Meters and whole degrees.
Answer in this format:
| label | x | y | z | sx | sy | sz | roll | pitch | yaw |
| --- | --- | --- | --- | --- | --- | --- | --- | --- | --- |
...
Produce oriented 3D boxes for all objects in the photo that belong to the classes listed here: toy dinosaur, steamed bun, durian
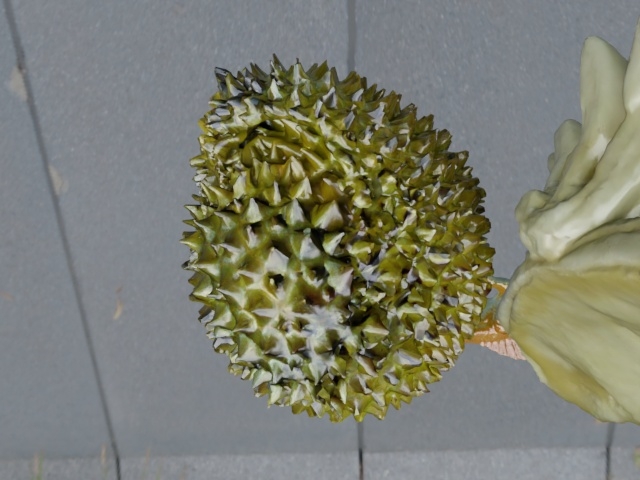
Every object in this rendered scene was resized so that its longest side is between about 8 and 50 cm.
| label | x | y | z | sx | sy | sz | roll | pitch | yaw |
| --- | --- | --- | --- | --- | --- | --- | --- | --- | --- |
| toy dinosaur | 0.217 | 0.090 | 1.032 | 0.142 | 0.057 | 0.212 | 40 | 95 | -2 |
| steamed bun | 0.239 | -0.003 | 0.634 | 0.247 | 0.428 | 0.189 | 37 | 77 | 6 |
| durian | 0.010 | 0.000 | 0.708 | 0.258 | 0.258 | 0.292 | -7 | 87 | 5 |
